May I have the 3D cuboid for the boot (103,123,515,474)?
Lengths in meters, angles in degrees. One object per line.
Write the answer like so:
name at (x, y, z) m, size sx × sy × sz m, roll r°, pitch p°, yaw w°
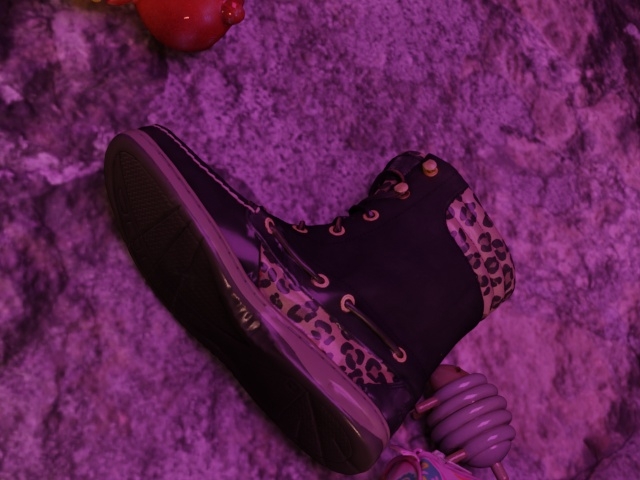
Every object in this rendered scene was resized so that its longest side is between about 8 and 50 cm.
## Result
boot at (0.000, 0.000, 1.222) m, size 0.377 × 0.138 × 0.284 m, roll 49°, pitch 56°, yaw 4°

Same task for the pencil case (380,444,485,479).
pencil case at (0.177, 0.286, 1.193) m, size 0.284 × 0.124 × 0.124 m, roll 22°, pitch 61°, yaw -14°

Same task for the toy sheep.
toy sheep at (0.145, 0.180, 1.245) m, size 0.091 × 0.091 × 0.132 m, roll -19°, pitch 73°, yaw -30°

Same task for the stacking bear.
stacking bear at (-0.197, -0.304, 1.253) m, size 0.289 × 0.175 × 0.164 m, roll 40°, pitch 56°, yaw -14°
